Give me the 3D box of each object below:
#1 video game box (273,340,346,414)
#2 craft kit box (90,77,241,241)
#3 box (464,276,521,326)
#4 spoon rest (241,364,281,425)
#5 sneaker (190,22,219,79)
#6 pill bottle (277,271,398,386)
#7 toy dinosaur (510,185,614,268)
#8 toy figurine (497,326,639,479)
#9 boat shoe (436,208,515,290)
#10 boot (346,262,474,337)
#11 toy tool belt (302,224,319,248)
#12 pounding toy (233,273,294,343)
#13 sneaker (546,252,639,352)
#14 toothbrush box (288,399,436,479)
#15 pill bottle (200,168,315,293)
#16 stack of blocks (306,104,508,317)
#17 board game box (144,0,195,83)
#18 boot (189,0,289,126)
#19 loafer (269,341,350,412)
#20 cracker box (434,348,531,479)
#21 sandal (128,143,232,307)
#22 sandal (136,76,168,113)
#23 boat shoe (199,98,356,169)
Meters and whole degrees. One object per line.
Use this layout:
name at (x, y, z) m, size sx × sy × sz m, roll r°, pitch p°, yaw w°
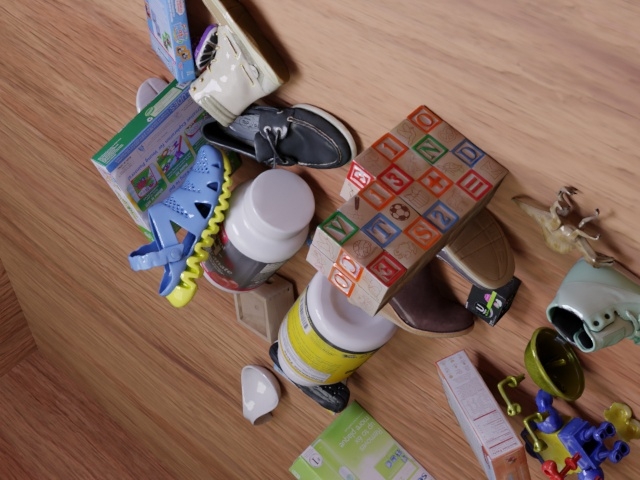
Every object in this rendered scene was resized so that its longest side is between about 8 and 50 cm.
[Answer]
video game box at (-0.026, 0.306, 1.981) m, size 0.205 × 0.048 × 0.187 m, roll 34°, pitch 142°, yaw 24°
craft kit box at (-0.289, -0.153, 1.589) m, size 0.061 × 0.250 × 0.247 m, roll 25°, pitch 154°, yaw 37°
box at (0.285, 0.089, 1.354) m, size 0.062 × 0.052 × 0.083 m, roll 35°, pitch 147°, yaw 22°
spoon rest at (-0.170, 0.440, 2.271) m, size 0.137 × 0.084 × 0.276 m, roll 36°, pitch 147°, yaw 21°
sneaker at (-0.224, -0.355, 1.520) m, size 0.071 × 0.068 × 0.170 m, roll 56°, pitch 149°, yaw 1°
pill bottle at (0.023, 0.181, 1.653) m, size 0.188 × 0.188 × 0.334 m, roll 46°, pitch 149°, yaw 7°
toy dinosaur at (0.335, -0.026, 1.156) m, size 0.183 × 0.053 × 0.093 m, roll 41°, pitch 141°, yaw 29°
toy figurine at (0.386, 0.339, 1.373) m, size 0.363 × 0.191 × 0.217 m, roll 52°, pitch 154°, yaw -1°
boat shoe at (0.192, -0.029, 1.309) m, size 0.285 × 0.102 × 0.092 m, roll 46°, pitch 154°, yaw 13°
boot at (0.168, 0.053, 1.427) m, size 0.248 × 0.090 × 0.207 m, roll 16°, pitch 121°, yaw 8°
toy tool belt at (0.000, 0.000, 1.621) m, size 0.083 × 0.051 × 0.052 m, roll 0°, pitch 123°, yaw 51°
pounding toy at (-0.146, 0.100, 1.883) m, size 0.181 × 0.094 × 0.206 m, roll 27°, pitch 133°, yaw 41°
sneaker at (0.434, 0.132, 1.116) m, size 0.255 × 0.151 × 0.094 m, roll 31°, pitch 142°, yaw 26°
toothbrush box at (0.101, 0.559, 1.936) m, size 0.283 × 0.206 × 0.122 m, roll 45°, pitch 148°, yaw 10°
pill bottle at (-0.128, -0.020, 1.643) m, size 0.176 × 0.176 × 0.318 m, roll 49°, pitch 148°, yaw 1°
stack of blocks at (0.113, -0.051, 1.188) m, size 0.171 × 0.297 × 0.087 m, roll 40°, pitch 148°, yaw 14°
board game box at (-0.285, -0.419, 1.494) m, size 0.160 × 0.039 × 0.212 m, roll 52°, pitch 155°, yaw 42°
boot at (-0.175, -0.320, 1.420) m, size 0.165 × 0.077 × 0.213 m, roll -33°, pitch 99°, yaw 29°
loafer at (-0.032, 0.319, 1.887) m, size 0.223 × 0.076 × 0.078 m, roll 35°, pitch 136°, yaw 16°
cracker box at (0.292, 0.331, 1.465) m, size 0.232 × 0.067 × 0.156 m, roll -115°, pitch 2°, yaw -48°
sandal at (-0.265, -0.037, 1.553) m, size 0.138 × 0.318 × 0.126 m, roll 21°, pitch 175°, yaw -22°
sandal at (-0.331, -0.220, 1.762) m, size 0.076 × 0.102 × 0.265 m, roll 7°, pitch 131°, yaw 46°
boat shoe at (-0.091, -0.186, 1.480) m, size 0.340 × 0.113 × 0.127 m, roll 26°, pitch 140°, yaw 33°
